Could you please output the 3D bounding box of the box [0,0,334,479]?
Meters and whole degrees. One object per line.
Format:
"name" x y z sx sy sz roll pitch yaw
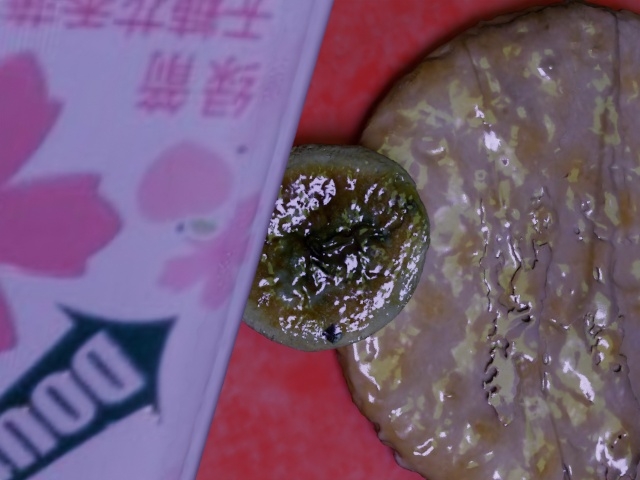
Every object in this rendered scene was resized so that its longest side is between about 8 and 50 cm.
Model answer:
"box" -0.115 -0.001 0.548 0.190 0.112 0.370 1 119 -32

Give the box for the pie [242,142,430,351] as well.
"pie" 0.001 0.001 0.730 0.084 0.021 0.084 0 85 5

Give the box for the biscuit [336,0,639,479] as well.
"biscuit" 0.102 0.010 0.789 0.220 0.033 0.220 1 89 -24
